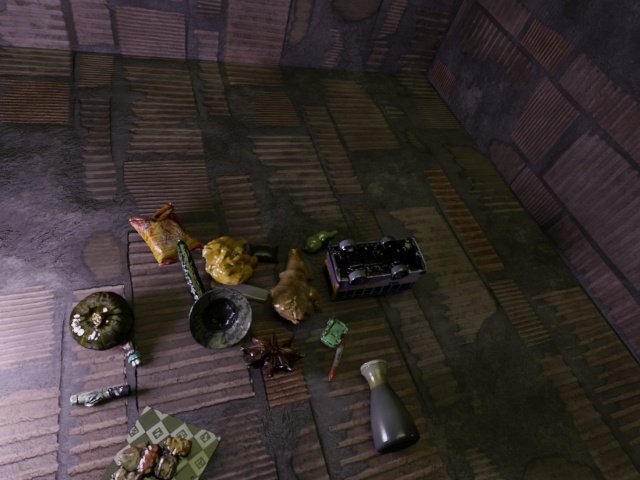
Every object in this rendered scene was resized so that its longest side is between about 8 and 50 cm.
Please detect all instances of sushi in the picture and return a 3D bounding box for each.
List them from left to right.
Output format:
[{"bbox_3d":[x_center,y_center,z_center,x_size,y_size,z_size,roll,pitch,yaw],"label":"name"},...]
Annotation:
[{"bbox_3d":[-0.525,0.725,1.335,0.292,0.059,0.294,25,49,1],"label":"sushi"}]

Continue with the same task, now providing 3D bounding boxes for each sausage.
[{"bbox_3d":[0.072,0.498,1.728,0.029,0.029,0.223,24,50,1],"label":"sausage"}]

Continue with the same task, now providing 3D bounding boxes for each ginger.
[{"bbox_3d":[-0.087,0.199,1.828,0.236,0.166,0.376,16,55,6],"label":"ginger"}]

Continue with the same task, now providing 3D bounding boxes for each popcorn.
[{"bbox_3d":[-0.391,0.094,1.762,0.253,0.191,0.190,5,38,-26],"label":"popcorn"}]

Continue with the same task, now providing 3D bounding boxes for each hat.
[{"bbox_3d":[-0.409,0.293,1.653,0.265,0.266,0.128,1,18,-18],"label":"hat"}]

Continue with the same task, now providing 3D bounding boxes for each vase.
[{"bbox_3d":[0.253,0.642,1.600,0.173,0.173,0.321,-1,47,-19],"label":"vase"}]

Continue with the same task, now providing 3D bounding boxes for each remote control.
[{"bbox_3d":[-0.360,0.219,1.807,0.260,0.029,0.067,16,42,-8],"label":"remote control"}]

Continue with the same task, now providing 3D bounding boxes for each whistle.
[{"bbox_3d":[0.000,0.000,2.057,0.227,0.105,0.085,-28,96,-37],"label":"whistle"}]

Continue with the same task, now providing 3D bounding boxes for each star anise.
[{"bbox_3d":[-0.193,0.468,1.633,0.271,0.103,0.272,11,23,-5],"label":"star anise"}]

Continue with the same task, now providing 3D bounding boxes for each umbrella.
[{"bbox_3d":[-0.759,0.539,1.409,0.188,0.046,0.050,-4,35,-21],"label":"umbrella"}]

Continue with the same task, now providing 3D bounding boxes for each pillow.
[{"bbox_3d":[-0.270,0.063,1.944,0.150,0.048,0.091,6,49,-17],"label":"pillow"}]

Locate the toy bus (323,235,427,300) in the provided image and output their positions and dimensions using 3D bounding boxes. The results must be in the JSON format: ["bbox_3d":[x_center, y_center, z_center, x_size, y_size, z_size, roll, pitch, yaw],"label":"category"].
[{"bbox_3d":[0.250,0.136,1.929,0.439,0.249,0.210,-6,55,-15],"label":"toy bus"}]

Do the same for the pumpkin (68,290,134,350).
[{"bbox_3d":[-0.812,0.296,1.512,0.223,0.157,0.224,6,63,-11],"label":"pumpkin"}]

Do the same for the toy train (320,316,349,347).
[{"bbox_3d":[0.061,0.399,1.777,0.099,0.081,0.149,31,56,6],"label":"toy train"}]

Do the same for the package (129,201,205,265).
[{"bbox_3d":[-0.689,-0.024,1.837,0.223,0.108,0.288,-30,79,-36],"label":"package"}]

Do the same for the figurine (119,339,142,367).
[{"bbox_3d":[-0.708,0.423,1.523,0.060,0.047,0.106,-34,73,3],"label":"figurine"}]

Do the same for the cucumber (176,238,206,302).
[{"bbox_3d":[-0.561,0.129,1.747,0.067,0.067,0.294,-17,74,-29],"label":"cucumber"}]
